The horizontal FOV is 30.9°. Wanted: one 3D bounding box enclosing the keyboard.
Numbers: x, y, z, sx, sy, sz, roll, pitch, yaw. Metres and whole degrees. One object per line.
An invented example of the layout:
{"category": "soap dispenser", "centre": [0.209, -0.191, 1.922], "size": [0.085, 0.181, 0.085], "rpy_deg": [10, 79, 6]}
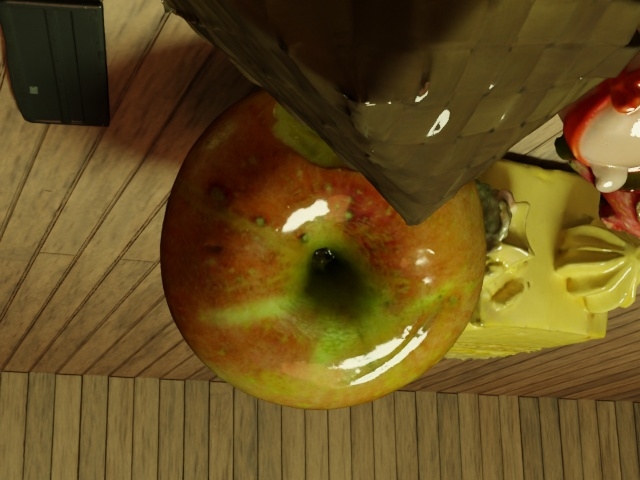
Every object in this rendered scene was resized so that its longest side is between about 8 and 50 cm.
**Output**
{"category": "keyboard", "centre": [-0.263, -0.149, 1.190], "size": [0.103, 0.041, 0.381], "rpy_deg": [2, 156, -9]}

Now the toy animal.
{"category": "toy animal", "centre": [0.249, -0.150, 0.927], "size": [0.171, 0.197, 0.171], "rpy_deg": [-28, -173, 4]}

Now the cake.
{"category": "cake", "centre": [0.236, 0.019, 1.448], "size": [0.227, 0.222, 0.286], "rpy_deg": [6, 162, -27]}

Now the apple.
{"category": "apple", "centre": [0.000, 0.000, 1.189], "size": [0.340, 0.339, 0.339], "rpy_deg": [-1, 163, 0]}

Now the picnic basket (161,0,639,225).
{"category": "picnic basket", "centre": [0.064, -0.205, 0.649], "size": [0.321, 0.291, 0.254], "rpy_deg": [-45, 160, -6]}

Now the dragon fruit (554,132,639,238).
{"category": "dragon fruit", "centre": [0.366, -0.094, 1.081], "size": [0.231, 0.237, 0.303], "rpy_deg": [37, 158, -24]}
